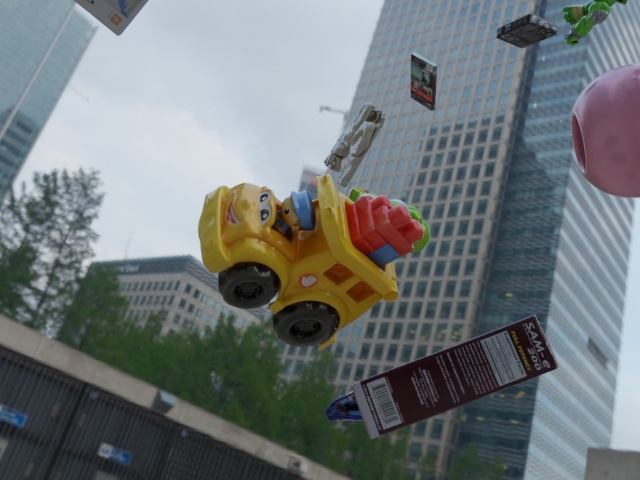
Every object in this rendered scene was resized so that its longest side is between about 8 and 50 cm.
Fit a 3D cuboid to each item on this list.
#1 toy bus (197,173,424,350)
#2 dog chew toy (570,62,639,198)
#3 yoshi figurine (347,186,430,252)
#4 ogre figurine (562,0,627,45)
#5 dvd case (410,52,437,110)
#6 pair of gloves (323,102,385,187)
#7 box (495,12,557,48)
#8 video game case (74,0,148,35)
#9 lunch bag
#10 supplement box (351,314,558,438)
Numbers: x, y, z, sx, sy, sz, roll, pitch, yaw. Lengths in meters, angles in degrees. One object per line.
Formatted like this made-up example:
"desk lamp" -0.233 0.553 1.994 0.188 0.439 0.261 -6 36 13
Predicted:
"toy bus" 0.000 0.000 0.796 0.211 0.149 0.220 -31 -49 25
"dog chew toy" 0.563 -0.183 1.044 0.331 0.207 0.207 -11 -31 12
"yoshi figurine" 0.198 -0.047 2.091 0.203 0.204 0.362 0 12 -31
"ogre figurine" 0.559 -0.494 1.366 0.097 0.197 0.118 43 2 -8
"dvd case" 0.247 -0.380 1.650 0.087 0.013 0.119 45 -28 42
"pair of gloves" 0.081 -0.247 1.712 0.042 0.204 0.240 28 14 -16
"box" 0.364 -0.369 1.218 0.067 0.018 0.083 11 -9 -27
"video game case" -0.430 -0.637 1.387 0.300 0.036 0.329 38 -75 -27
"lunch bag" 0.167 0.423 1.843 0.293 0.138 0.221 -22 -17 31
"supplement box" 0.167 0.176 0.877 0.239 0.073 0.130 -21 -16 3
